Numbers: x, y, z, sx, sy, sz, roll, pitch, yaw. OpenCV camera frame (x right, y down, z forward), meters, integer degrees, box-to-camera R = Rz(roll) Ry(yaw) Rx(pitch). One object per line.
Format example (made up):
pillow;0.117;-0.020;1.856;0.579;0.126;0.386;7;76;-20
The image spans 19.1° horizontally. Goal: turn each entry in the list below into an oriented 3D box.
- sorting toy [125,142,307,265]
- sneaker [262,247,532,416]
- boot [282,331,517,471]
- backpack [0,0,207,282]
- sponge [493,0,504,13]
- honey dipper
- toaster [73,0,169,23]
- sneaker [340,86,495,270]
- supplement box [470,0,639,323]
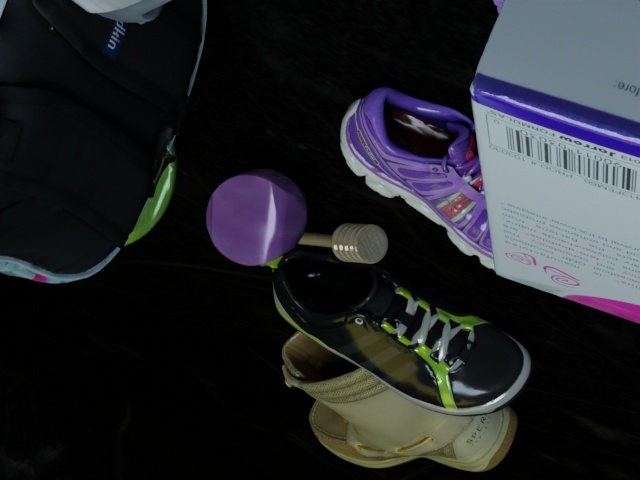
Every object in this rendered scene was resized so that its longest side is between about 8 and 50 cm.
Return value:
sorting toy;-0.169;-0.071;1.422;0.366;0.127;0.126;18;-166;14
sneaker;0.055;0.071;1.525;0.235;0.084;0.097;21;164;16
boot;0.032;0.141;1.793;0.203;0.095;0.262;33;162;-33
backpack;-0.174;-0.095;1.027;0.191;0.225;0.253;19;177;25
sponge;0.127;-0.115;0.835;0.117;0.031;0.210;17;164;25
honey dipper;0.000;0.000;1.479;0.030;0.030;0.161;32;167;-26
toaster;-0.067;-0.153;0.546;0.146;0.129;0.227;33;167;-19
sneaker;0.090;-0.035;1.124;0.170;0.068;0.071;26;160;-4
supplement box;0.135;-0.049;0.772;0.111;0.114;0.220;19;163;13
